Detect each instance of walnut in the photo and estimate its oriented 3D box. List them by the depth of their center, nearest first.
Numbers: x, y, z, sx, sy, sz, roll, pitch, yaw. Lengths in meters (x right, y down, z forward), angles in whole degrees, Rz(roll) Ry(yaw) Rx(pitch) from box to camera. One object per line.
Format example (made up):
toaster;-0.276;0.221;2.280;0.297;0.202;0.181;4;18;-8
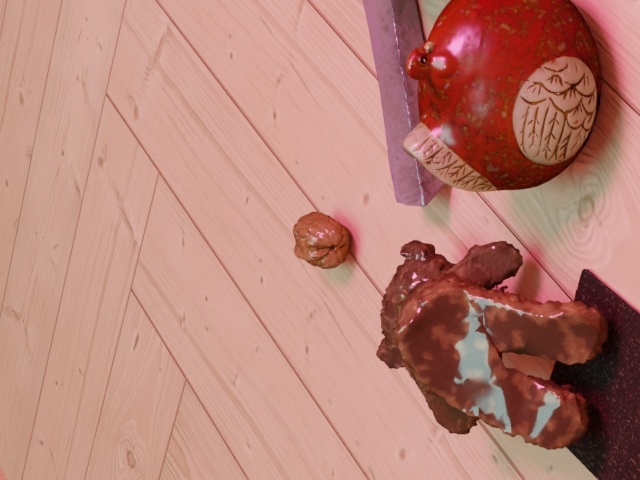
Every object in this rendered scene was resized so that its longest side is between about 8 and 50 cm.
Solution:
walnut;0.000;0.000;2.538;0.096;0.082;0.079;37;155;61

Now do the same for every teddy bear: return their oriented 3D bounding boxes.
teddy bear;0.199;0.120;2.163;0.296;0.222;0.246;14;104;15

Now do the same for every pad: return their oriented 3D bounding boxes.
pad;0.361;0.201;2.018;0.330;0.004;0.220;47;133;47

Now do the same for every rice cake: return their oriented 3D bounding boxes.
rice cake;0.107;-0.216;2.345;0.072;0.056;0.365;-24;73;53

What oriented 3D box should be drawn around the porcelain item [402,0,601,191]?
porcelain item;0.186;-0.179;2.047;0.253;0.253;0.253;13;105;59
